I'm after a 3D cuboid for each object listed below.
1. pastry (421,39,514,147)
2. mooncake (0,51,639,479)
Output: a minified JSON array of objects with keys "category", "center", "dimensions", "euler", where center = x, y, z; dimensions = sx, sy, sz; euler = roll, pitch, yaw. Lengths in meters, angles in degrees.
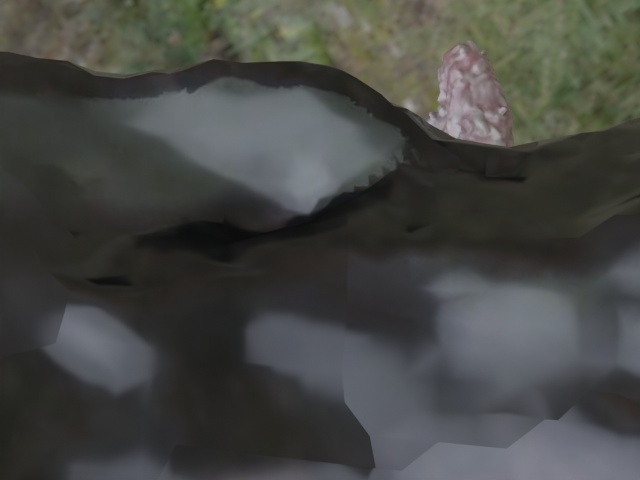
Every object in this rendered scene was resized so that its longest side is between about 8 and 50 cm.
[{"category":"pastry","center":[0.011,0.006,1.046],"dimensions":[0.265,0.102,0.112],"euler":[-31,130,27]},{"category":"mooncake","center":[0.004,0.107,0.604],"dimensions":[0.381,0.212,0.350],"euler":[-8,146,10]}]
